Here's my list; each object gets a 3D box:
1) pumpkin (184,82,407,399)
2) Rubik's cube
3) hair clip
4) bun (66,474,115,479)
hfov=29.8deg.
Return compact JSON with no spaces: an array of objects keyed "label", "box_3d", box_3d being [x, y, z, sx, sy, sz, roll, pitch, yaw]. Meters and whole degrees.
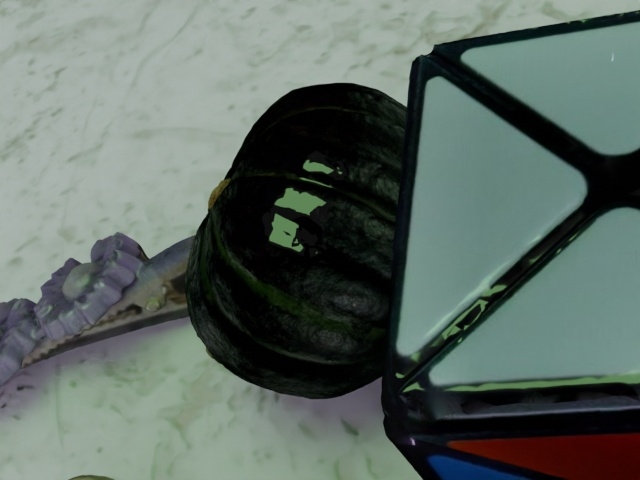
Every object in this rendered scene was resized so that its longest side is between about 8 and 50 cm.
[{"label":"pumpkin","box_3d":[0.000,0.000,0.812,0.162,0.220,0.220,24,59,-12]},{"label":"Rubik's cube","box_3d":[0.190,0.034,0.671,0.246,0.248,0.250,-6,54,20]},{"label":"hair clip","box_3d":[-0.208,0.070,0.954,0.292,0.084,0.106,-26,31,11]},{"label":"bun","box_3d":[-0.157,0.207,0.834,0.086,0.055,0.086,-17,58,28]}]
